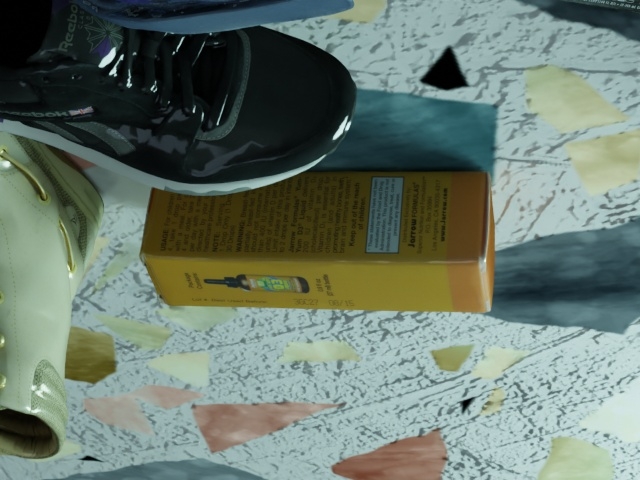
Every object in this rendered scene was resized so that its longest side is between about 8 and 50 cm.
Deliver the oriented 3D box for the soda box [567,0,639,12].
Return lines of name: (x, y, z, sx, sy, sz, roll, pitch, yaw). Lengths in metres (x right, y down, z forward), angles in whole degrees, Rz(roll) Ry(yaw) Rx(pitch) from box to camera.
soda box: (0.104, -0.165, 0.940, 0.169, 0.053, 0.060, 7, 150, -4)

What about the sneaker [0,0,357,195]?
sneaker: (-0.117, -0.094, 1.017, 0.283, 0.107, 0.124, 8, 172, -5)

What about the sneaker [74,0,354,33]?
sneaker: (-0.135, -0.152, 0.868, 0.322, 0.130, 0.236, -7, 169, -8)

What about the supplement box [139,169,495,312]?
supplement box: (0.000, 0.000, 1.232, 0.233, 0.080, 0.078, -1, 150, 8)

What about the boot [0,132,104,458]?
boot: (-0.234, 0.012, 1.160, 0.095, 0.203, 0.262, -8, 150, 22)
